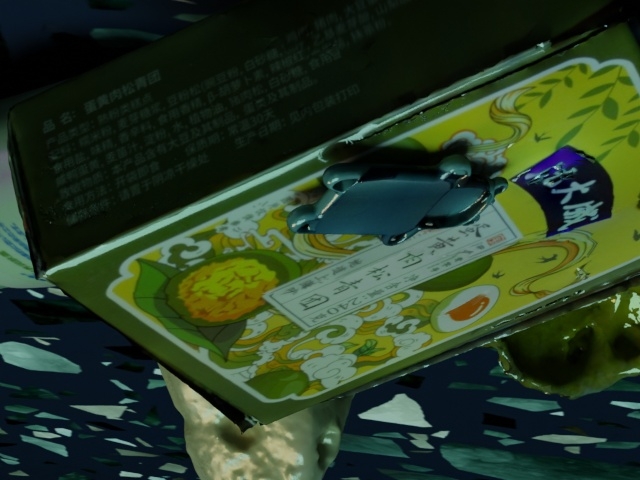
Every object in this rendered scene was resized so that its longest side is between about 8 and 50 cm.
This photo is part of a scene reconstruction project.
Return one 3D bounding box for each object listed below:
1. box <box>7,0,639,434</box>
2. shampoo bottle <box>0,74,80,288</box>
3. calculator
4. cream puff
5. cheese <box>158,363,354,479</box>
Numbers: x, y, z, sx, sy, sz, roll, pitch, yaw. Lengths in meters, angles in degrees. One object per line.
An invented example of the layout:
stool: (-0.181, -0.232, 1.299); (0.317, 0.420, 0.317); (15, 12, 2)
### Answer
box: (0.051, -0.040, 1.302); (0.420, 0.138, 0.373); (-23, 152, 11)
shampoo bottle: (-0.228, -0.040, 1.571); (0.349, 0.151, 0.222); (-12, 160, 40)
calculator: (0.051, -0.025, 1.165); (0.141, 0.019, 0.094); (1, 148, -32)
cream puff: (0.214, 0.039, 1.617); (0.281, 0.185, 0.282); (6, 164, 2)
cheese: (-0.070, 0.129, 1.923); (0.173, 0.251, 0.248); (-9, 140, 34)
